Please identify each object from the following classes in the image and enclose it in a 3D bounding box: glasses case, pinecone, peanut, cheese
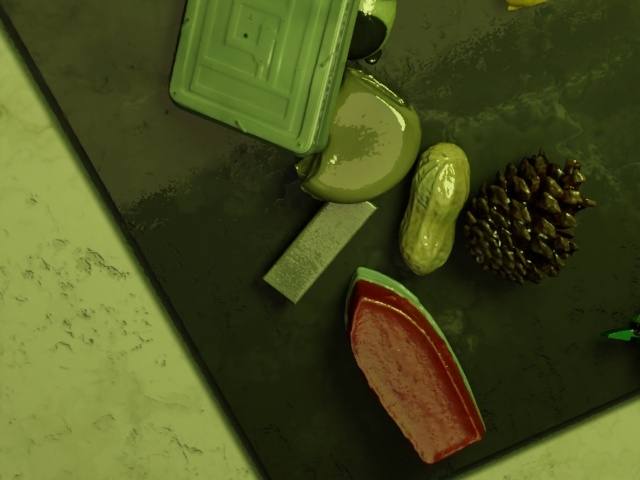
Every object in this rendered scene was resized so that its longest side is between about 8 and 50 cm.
[{"bbox_3d":[0.000,0.000,1.967,0.071,0.047,0.205,38,103,-7],"label":"glasses case"},{"bbox_3d":[0.318,-0.035,1.924,0.179,0.184,0.204,45,71,-7],"label":"pinecone"},{"bbox_3d":[0.177,-0.046,1.943,0.090,0.098,0.214,-3,116,-33],"label":"peanut"},{"bbox_3d":[0.052,-0.141,1.873,0.175,0.091,0.202,38,91,-6],"label":"cheese"}]

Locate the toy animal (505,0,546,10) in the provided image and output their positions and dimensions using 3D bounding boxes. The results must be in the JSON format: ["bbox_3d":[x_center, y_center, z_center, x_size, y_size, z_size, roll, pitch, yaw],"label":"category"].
[{"bbox_3d":[0.293,-0.420,1.824,0.083,0.070,0.159,-10,103,41],"label":"toy animal"}]

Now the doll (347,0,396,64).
[{"bbox_3d":[0.047,-0.365,1.789,0.135,0.143,0.234,-10,117,-37],"label":"doll"}]

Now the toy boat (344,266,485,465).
[{"bbox_3d":[0.140,0.191,2.024,0.145,0.133,0.332,-29,101,11],"label":"toy boat"}]

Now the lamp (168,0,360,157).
[{"bbox_3d":[-0.083,-0.280,1.771,0.269,0.047,0.267,23,110,27],"label":"lamp"}]

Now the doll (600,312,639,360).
[{"bbox_3d":[0.565,0.121,2.045,0.134,0.106,0.186,38,87,-4],"label":"doll"}]
